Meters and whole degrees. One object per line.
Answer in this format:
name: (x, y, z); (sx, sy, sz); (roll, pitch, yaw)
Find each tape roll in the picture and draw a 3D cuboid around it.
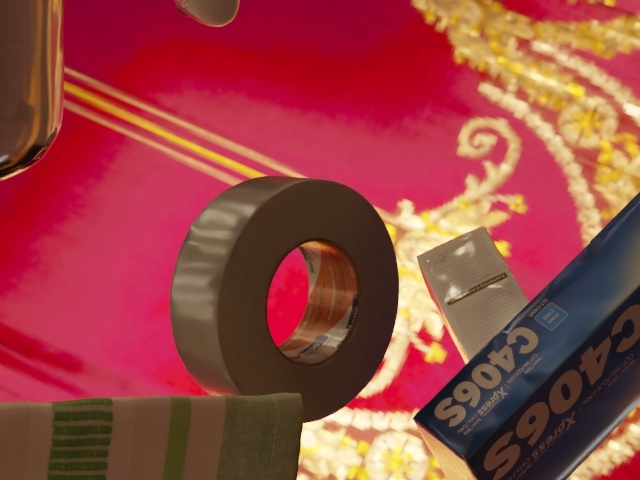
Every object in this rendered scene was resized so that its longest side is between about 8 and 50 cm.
tape roll: (-0.028, 0.051, 1.122); (0.219, 0.072, 0.219); (-8, -78, -43)

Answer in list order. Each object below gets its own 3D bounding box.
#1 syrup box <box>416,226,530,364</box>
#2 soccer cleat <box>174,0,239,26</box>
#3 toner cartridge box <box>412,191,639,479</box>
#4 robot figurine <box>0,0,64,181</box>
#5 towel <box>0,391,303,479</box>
syrup box: (0.205, 0.108, 1.448); (0.096, 0.237, 0.093); (-25, -39, 1)
soccer cleat: (-0.177, -0.452, 1.680); (0.116, 0.331, 0.143); (-6, -24, -35)
toner cartridge box: (0.253, 0.106, 1.176); (0.348, 0.075, 0.165); (-43, -41, -12)
robot figurine: (-0.168, -0.111, 0.389); (0.174, 0.209, 0.278); (-3, -73, -23)
towel: (-0.172, 0.210, 0.706); (0.325, 0.038, 0.247); (2, -78, -26)
